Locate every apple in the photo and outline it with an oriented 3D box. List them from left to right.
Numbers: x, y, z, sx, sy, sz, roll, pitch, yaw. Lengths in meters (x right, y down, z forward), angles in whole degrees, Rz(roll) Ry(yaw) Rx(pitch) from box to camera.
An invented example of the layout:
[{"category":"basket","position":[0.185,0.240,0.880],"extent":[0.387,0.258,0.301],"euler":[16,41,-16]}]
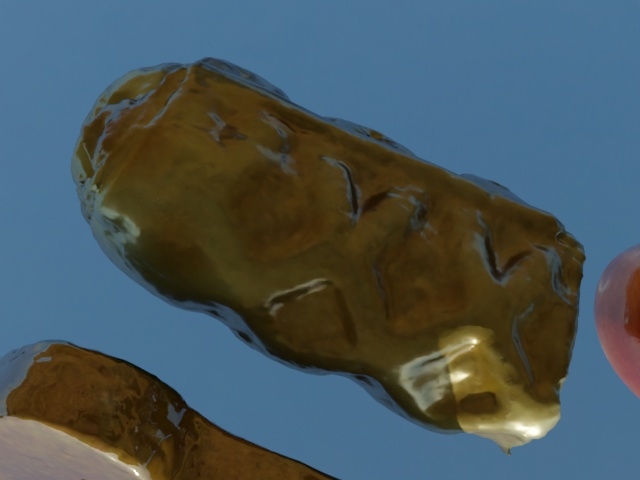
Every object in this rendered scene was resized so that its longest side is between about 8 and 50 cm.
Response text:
[{"category":"apple","position":[0.267,0.054,0.859],"extent":[0.163,0.163,0.139],"euler":[-24,-89,1]}]

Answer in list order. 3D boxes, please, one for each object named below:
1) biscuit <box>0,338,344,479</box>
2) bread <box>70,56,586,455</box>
[{"category":"biscuit","position":[-0.089,0.130,0.678],"extent":[0.344,0.287,0.057],"euler":[8,-120,25]},{"category":"bread","position":[0.000,0.000,0.658],"extent":[0.268,0.152,0.130],"euler":[25,-75,-5]}]
